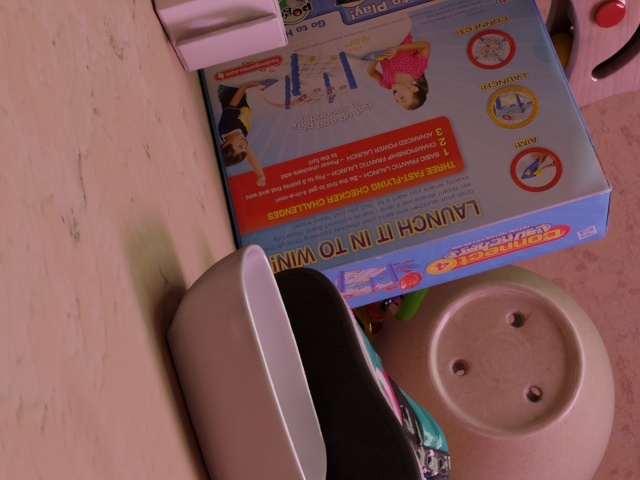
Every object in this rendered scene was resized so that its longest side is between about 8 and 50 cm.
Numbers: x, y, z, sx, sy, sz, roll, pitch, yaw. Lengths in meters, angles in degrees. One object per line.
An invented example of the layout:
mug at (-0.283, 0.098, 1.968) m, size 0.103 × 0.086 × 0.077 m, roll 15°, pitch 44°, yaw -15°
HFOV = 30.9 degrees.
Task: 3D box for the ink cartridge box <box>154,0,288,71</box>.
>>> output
ink cartridge box at (-0.087, -0.214, 0.945) m, size 0.090 × 0.092 × 0.143 m, roll 68°, pitch 8°, yaw -64°

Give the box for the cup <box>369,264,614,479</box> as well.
cup at (0.189, 0.157, 1.298) m, size 0.237 × 0.331 × 0.331 m, roll 94°, pitch -18°, yaw -71°

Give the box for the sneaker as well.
sneaker at (0.026, 0.175, 0.776) m, size 0.296 × 0.123 × 0.178 m, roll -105°, pitch 167°, yaw -45°

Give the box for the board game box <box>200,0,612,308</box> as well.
board game box at (0.061, -0.108, 1.033) m, size 0.086 × 0.308 × 0.302 m, roll 70°, pitch 6°, yaw -62°

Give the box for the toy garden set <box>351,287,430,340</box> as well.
toy garden set at (0.000, 0.000, 1.207) m, size 0.244 × 0.049 × 0.204 m, roll 47°, pitch -19°, yaw 12°

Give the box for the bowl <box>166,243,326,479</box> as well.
bowl at (-0.041, 0.077, 0.639) m, size 0.142 × 0.053 × 0.142 m, roll -70°, pitch 145°, yaw -84°

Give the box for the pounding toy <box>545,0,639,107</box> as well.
pounding toy at (0.255, -0.215, 0.995) m, size 0.270 × 0.154 × 0.155 m, roll 100°, pitch -18°, yaw -47°
